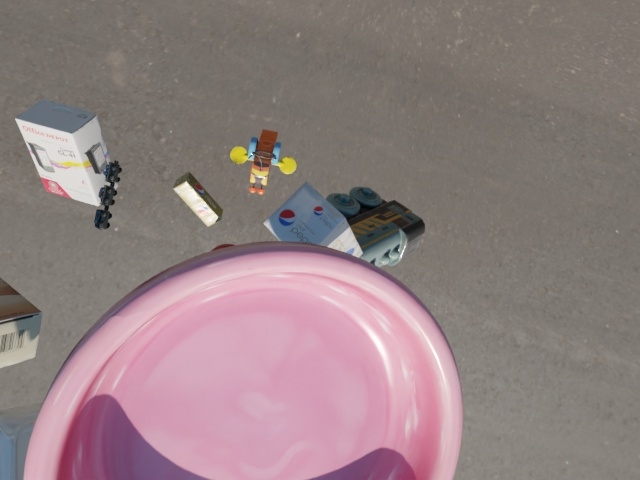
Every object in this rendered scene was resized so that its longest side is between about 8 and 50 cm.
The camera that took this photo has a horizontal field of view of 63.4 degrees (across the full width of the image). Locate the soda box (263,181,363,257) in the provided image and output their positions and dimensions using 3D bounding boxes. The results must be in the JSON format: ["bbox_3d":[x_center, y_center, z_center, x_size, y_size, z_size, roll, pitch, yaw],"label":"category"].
[{"bbox_3d":[0.000,0.000,0.691,0.074,0.216,0.069,-45,75,-2],"label":"soda box"}]

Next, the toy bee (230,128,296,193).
[{"bbox_3d":[-0.191,-0.235,1.596,0.195,0.298,0.162,21,116,14],"label":"toy bee"}]

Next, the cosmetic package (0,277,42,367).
[{"bbox_3d":[-0.782,0.156,1.159,0.296,0.153,0.129,27,109,24],"label":"cosmetic package"}]

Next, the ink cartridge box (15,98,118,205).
[{"bbox_3d":[-0.835,-0.287,1.729,0.226,0.131,0.306,16,139,12],"label":"ink cartridge box"}]

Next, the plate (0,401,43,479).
[{"bbox_3d":[-0.585,0.487,1.117,0.045,0.277,0.278,-9,81,18],"label":"plate"}]

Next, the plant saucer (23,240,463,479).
[{"bbox_3d":[-0.046,0.160,0.418,0.332,0.084,0.332,-4,101,-20],"label":"plant saucer"}]

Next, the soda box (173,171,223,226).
[{"bbox_3d":[-0.401,-0.134,1.714,0.058,0.061,0.181,-25,124,17],"label":"soda box"}]

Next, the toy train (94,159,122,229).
[{"bbox_3d":[-0.471,-0.101,1.146,0.036,0.027,0.158,5,81,23],"label":"toy train"}]

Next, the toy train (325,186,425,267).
[{"bbox_3d":[0.078,-0.010,1.109,0.190,0.334,0.142,35,126,26],"label":"toy train"}]

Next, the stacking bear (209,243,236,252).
[{"bbox_3d":[-0.331,0.137,1.750,0.164,0.175,0.289,56,150,9],"label":"stacking bear"}]
